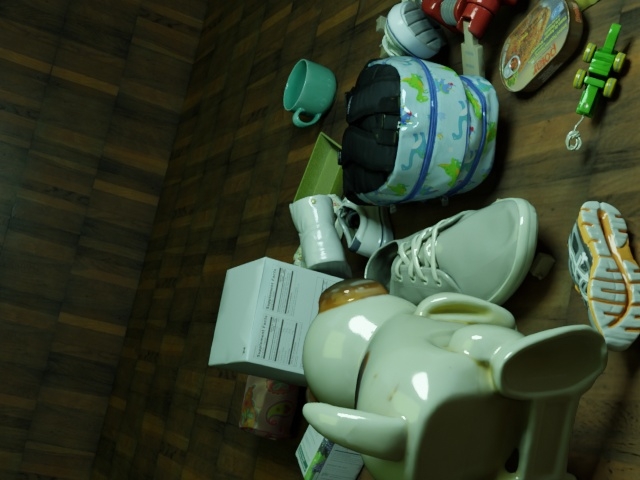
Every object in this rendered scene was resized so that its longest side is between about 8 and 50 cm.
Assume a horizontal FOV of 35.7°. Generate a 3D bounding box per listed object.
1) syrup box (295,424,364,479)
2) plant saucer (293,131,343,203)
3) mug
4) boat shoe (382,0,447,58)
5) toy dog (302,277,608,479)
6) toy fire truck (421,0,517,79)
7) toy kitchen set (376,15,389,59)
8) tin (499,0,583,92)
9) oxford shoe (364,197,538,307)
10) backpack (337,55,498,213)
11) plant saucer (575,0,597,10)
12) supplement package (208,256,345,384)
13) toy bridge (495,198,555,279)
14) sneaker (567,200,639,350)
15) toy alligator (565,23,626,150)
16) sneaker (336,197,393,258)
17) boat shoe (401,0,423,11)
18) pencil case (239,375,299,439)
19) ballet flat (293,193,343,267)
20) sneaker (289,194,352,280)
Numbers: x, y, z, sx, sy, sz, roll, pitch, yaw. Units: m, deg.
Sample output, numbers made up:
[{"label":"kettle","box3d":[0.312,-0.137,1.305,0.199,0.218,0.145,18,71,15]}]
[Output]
[{"label":"syrup box","box3d":[0.049,0.330,1.804,0.237,0.096,0.093,-66,24,20]},{"label":"plant saucer","box3d":[0.013,-0.134,2.259,0.188,0.045,0.188,-68,23,12]},{"label":"mug","box3d":[-0.023,-0.351,2.419,0.129,0.097,0.157,39,111,65]},{"label":"boat shoe","box3d":[0.165,-0.372,1.845,0.094,0.109,0.302,-29,-1,20]},{"label":"toy dog","box3d":[0.122,0.211,1.358,0.408,0.395,0.284,-150,55,-62]},{"label":"toy fire truck","box3d":[0.265,-0.393,1.769,0.246,0.158,0.217,-62,24,1]},{"label":"toy kitchen set","box3d":[0.138,-0.450,2.146,0.083,0.075,0.068,-34,44,50]},{"label":"tin","box3d":[0.352,-0.311,1.590,0.189,0.040,0.106,133,139,-55]},{"label":"oxford shoe","box3d":[0.195,0.037,1.589,0.449,0.130,0.169,151,132,-65]},{"label":"backpack","box3d":[0.160,-0.190,1.720,0.355,0.273,0.290,15,-95,-86]},{"label":"plant saucer","box3d":[0.463,-0.556,1.478,0.333,0.081,0.332,-28,50,60]},{"label":"supplement package","box3d":[-0.044,0.169,1.906,0.199,0.263,0.198,-19,58,62]},{"label":"toy bridge","box3d":[0.302,0.008,1.532,0.188,0.026,0.063,-113,42,-56]},{"label":"sneaker","box3d":[0.369,0.054,1.298,0.083,0.084,0.215,113,164,-52]},{"label":"toy alligator","box3d":[0.398,-0.220,1.444,0.051,0.056,0.189,-3,-67,-70]},{"label":"sneaker","box3d":[0.080,-0.066,2.001,0.094,0.091,0.258,-59,27,30]},{"label":"boat shoe","box3d":[0.220,-0.570,2.050,0.073,0.080,0.223,-6,75,60]},{"label":"pencil case","box3d":[-0.093,0.282,2.139,0.124,0.124,0.284,-20,56,62]},{"label":"ballet flat","box3d":[-0.001,0.017,2.152,0.077,0.091,0.241,28,106,43]},{"label":"sneaker","box3d":[0.000,0.000,1.995,0.292,0.108,0.169,99,160,-74]}]
